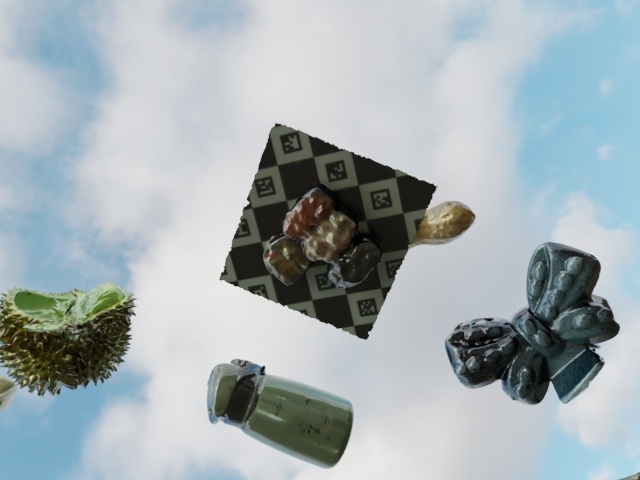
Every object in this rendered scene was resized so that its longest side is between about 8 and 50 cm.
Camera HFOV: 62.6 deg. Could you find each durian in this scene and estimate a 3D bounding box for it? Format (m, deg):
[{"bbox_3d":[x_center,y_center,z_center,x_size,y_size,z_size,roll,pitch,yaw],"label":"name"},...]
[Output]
[{"bbox_3d":[-0.429,0.164,0.891,0.237,0.200,0.176,0,-91,-72],"label":"durian"}]

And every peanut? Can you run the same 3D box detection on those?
[{"bbox_3d":[0.191,-0.029,0.981,0.089,0.193,0.089,-12,-90,-69],"label":"peanut"}]

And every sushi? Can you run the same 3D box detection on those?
[{"bbox_3d":[0.000,0.000,0.660,0.220,0.047,0.231,22,-73,1],"label":"sushi"}]

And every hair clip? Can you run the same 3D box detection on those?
[{"bbox_3d":[0.380,0.159,0.917,0.310,0.206,0.194,-49,-19,17],"label":"hair clip"}]

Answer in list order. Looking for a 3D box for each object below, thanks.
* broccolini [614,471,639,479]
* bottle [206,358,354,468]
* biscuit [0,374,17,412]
[{"bbox_3d":[0.256,0.202,0.413,0.194,0.052,0.054,-14,-72,10],"label":"broccolini"},{"bbox_3d":[-0.103,0.394,1.227,0.347,0.168,0.168,24,-95,-6],"label":"bottle"},{"bbox_3d":[-0.558,0.267,0.811,0.052,0.188,0.056,30,-75,7],"label":"biscuit"}]
